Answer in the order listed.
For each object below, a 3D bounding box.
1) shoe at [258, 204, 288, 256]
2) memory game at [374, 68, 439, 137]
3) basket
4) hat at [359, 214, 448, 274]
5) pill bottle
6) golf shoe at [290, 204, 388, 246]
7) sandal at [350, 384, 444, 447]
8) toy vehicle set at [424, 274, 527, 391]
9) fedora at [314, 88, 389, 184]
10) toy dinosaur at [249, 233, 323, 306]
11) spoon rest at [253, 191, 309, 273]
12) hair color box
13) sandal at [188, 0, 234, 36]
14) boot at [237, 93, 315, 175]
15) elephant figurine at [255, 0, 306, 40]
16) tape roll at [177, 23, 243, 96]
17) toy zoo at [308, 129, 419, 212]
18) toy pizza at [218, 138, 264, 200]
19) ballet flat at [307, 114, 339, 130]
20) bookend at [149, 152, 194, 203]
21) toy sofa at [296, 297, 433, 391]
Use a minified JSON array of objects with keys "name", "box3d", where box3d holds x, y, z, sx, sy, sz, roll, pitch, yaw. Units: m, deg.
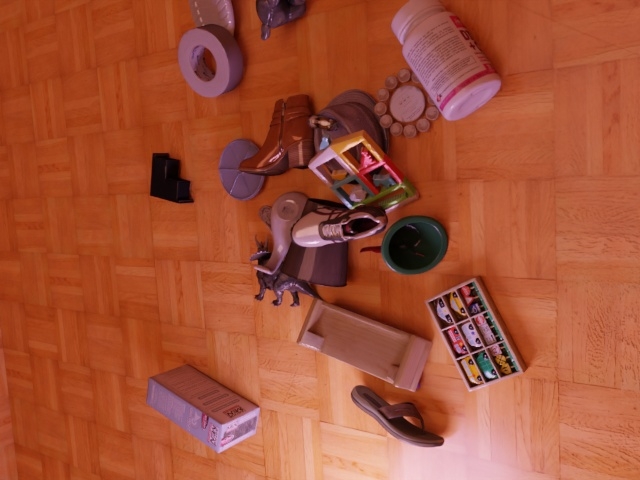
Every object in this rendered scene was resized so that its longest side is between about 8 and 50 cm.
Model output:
[{"name":"shoe","box3d":[-0.112,-0.021,1.992,0.076,0.058,0.219,-38,77,8]},{"name":"memory game","box3d":[0.232,-0.365,1.686,0.186,0.012,0.186,1,94,25]},{"name":"basket","box3d":[0.000,0.000,1.849,0.204,0.154,0.227,13,101,12]},{"name":"hat","box3d":[0.226,-0.016,1.754,0.208,0.183,0.173,-4,112,-6]},{"name":"pill bottle","box3d":[0.301,-0.451,1.550,0.160,0.160,0.283,-40,74,34]},{"name":"golf shoe","box3d":[0.046,-0.041,1.711,0.272,0.120,0.105,-13,98,6]},{"name":"sandal","box3d":[0.215,0.486,1.789,0.302,0.120,0.086,30,100,30]},{"name":"toy vehicle set","box3d":[0.403,0.244,1.657,0.166,0.035,0.267,-33,78,35]},{"name":"fedora","box3d":[0.064,-0.286,1.773,0.243,0.124,0.276,-24,83,36]},{"name":"toy dinosaur","box3d":[-0.126,0.120,1.979,0.313,0.121,0.160,30,127,34]},{"name":"spoon rest","box3d":[-0.116,-0.023,1.931,0.137,0.084,0.276,20,76,18]},{"name":"hair color box","box3d":[-0.416,0.578,2.220,0.374,0.185,0.114,20,108,33]},{"name":"sandal","box3d":[-0.354,-0.824,2.011,0.169,0.102,0.416,-7,108,41]},{"name":"boot","box3d":[-0.139,-0.316,1.924,0.283,0.109,0.220,-7,84,39]},{"name":"elephant figurine","box3d":[-0.146,-0.753,1.861,0.239,0.186,0.169,60,169,26]},{"name":"tape roll","box3d":[-0.353,-0.575,2.031,0.219,0.072,0.219,19,126,28]},{"name":"toy zoo","box3d":[0.103,-0.179,1.702,0.192,0.030,0.293,-24,125,36]},{"name":"toy pizza","box3d":[-0.254,-0.231,2.074,0.201,0.032,0.201,5,99,35]},{"name":"ballet flat","box3d":[0.000,-0.321,1.716,0.114,0.041,0.041,18,108,38]},{"name":"bookend","box3d":[-0.524,-0.222,2.250,0.156,0.072,0.157,15,105,33]},{"name":"toy sofa","box3d":[0.131,0.297,1.818,0.362,0.177,0.150,17,82,34]}]
